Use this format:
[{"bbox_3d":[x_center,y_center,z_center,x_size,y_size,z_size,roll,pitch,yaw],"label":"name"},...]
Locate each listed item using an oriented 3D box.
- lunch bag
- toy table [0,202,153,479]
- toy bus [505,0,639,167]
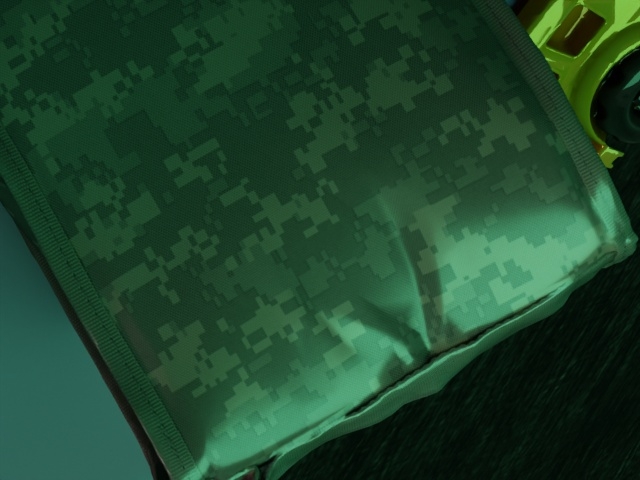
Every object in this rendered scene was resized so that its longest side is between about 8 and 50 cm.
[{"bbox_3d":[-0.027,-0.045,0.811,0.235,0.287,0.169,-29,166,-9],"label":"lunch bag"},{"bbox_3d":[-0.180,0.098,0.911,0.161,0.252,0.274,-37,-160,57],"label":"toy table"},{"bbox_3d":[0.105,-0.110,1.100,0.211,0.149,0.220,12,125,-40],"label":"toy bus"}]
